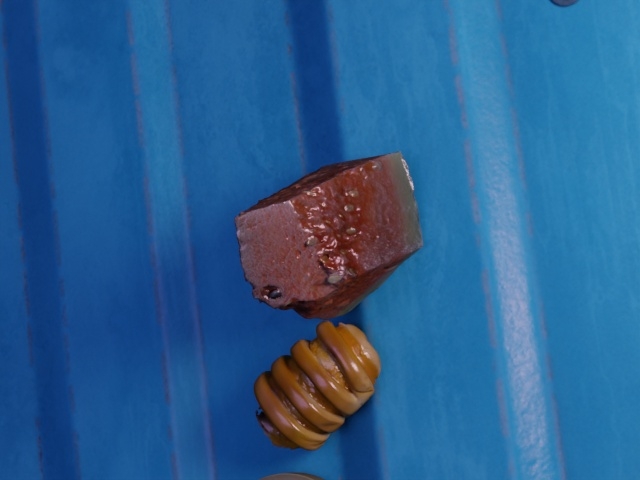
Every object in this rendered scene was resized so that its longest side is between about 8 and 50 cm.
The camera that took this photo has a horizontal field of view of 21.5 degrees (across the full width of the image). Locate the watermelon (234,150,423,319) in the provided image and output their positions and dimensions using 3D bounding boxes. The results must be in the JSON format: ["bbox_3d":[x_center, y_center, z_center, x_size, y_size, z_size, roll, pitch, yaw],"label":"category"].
[{"bbox_3d":[0.000,0.000,2.011,0.140,0.257,0.192,-9,89,36],"label":"watermelon"}]

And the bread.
[{"bbox_3d":[-0.007,0.179,2.100,0.177,0.084,0.119,-46,63,17],"label":"bread"}]

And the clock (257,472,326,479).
[{"bbox_3d":[-0.034,0.409,2.126,0.235,0.029,0.234,-3,85,32],"label":"clock"}]
